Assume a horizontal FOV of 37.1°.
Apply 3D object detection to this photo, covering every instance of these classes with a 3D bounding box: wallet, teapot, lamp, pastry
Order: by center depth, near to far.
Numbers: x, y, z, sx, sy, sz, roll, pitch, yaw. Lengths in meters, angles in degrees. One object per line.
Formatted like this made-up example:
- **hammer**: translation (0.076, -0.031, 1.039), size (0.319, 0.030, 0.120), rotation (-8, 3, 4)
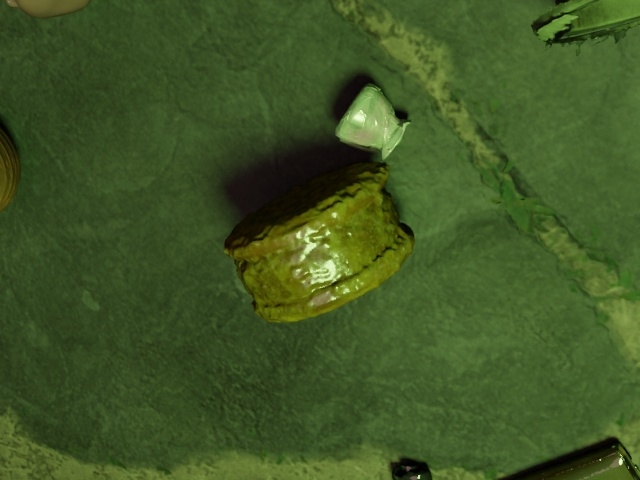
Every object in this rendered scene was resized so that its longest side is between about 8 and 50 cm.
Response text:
- **pastry**: translation (0.000, 0.000, 0.966), size (0.189, 0.188, 0.103), rotation (-19, 105, 26)
- **teapot**: translation (0.052, -0.115, 0.976), size (0.064, 0.064, 0.083), rotation (35, 150, -3)
- **wallet**: translation (0.269, 0.303, 1.063), size (0.198, 0.031, 0.110), rotation (-30, 98, 27)
- **lamp**: translation (-0.421, -0.085, 1.121), size (0.136, 0.136, 0.136), rotation (7, 112, 18)

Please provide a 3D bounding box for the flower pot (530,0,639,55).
- **flower pot**: translation (0.267, -0.306, 0.727), size (0.290, 0.290, 0.259), rotation (-18, 90, 25)

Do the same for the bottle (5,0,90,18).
- **bottle**: translation (-0.300, -0.358, 0.979), size (0.121, 0.120, 0.253), rotation (-5, 109, 22)

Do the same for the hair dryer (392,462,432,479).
- **hair dryer**: translation (0.123, 0.382, 1.133), size (0.197, 0.089, 0.251), rotation (-6, 98, 25)
